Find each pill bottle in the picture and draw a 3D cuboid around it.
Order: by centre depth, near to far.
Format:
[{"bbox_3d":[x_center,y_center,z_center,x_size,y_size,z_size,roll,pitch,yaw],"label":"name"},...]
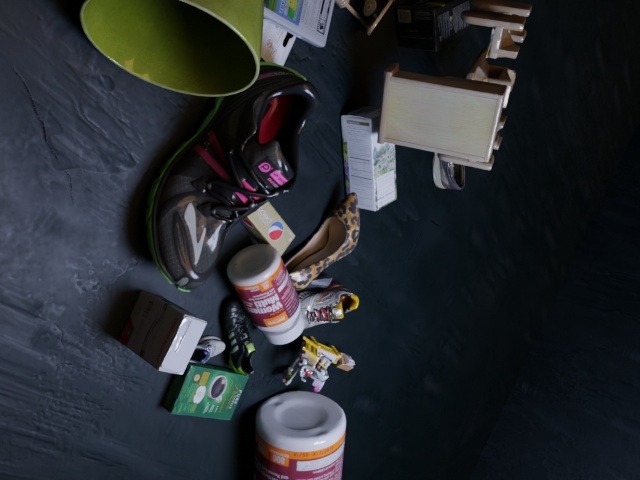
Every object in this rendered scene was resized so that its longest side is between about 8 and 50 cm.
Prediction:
[{"bbox_3d":[-0.115,0.124,1.370,0.121,0.121,0.221,-44,133,-27],"label":"pill bottle"},{"bbox_3d":[-0.059,0.602,1.545,0.224,0.224,0.392,-15,115,-44],"label":"pill bottle"}]

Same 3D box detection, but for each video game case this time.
[{"bbox_3d":[-0.034,-0.574,1.190,0.300,0.036,0.329,-6,110,-64],"label":"video game case"}]

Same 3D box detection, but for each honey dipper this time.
[{"bbox_3d":[0.078,-0.518,1.399,0.160,0.030,0.030,24,87,-51],"label":"honey dipper"}]

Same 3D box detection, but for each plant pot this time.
[{"bbox_3d":[-0.201,-0.429,0.980,0.274,0.274,0.294,30,65,-49],"label":"plant pot"}]

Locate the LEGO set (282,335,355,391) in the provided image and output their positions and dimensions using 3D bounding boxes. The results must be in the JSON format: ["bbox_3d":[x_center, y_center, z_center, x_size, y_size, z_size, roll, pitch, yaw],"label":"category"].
[{"bbox_3d":[-0.017,0.325,1.576,0.107,0.132,0.287,-54,163,6],"label":"LEGO set"}]

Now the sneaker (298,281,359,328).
[{"bbox_3d":[0.006,0.167,1.543,0.225,0.092,0.088,-24,122,-40],"label":"sneaker"}]

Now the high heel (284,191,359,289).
[{"bbox_3d":[0.000,0.000,1.465,0.186,0.093,0.261,6,109,-54],"label":"high heel"}]

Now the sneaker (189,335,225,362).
[{"bbox_3d":[-0.252,0.240,1.312,0.135,0.058,0.052,-1,105,-49],"label":"sneaker"}]

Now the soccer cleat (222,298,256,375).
[{"bbox_3d":[-0.176,0.216,1.373,0.060,0.072,0.179,-21,116,-42],"label":"soccer cleat"}]

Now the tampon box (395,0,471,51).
[{"bbox_3d":[0.285,-0.554,1.543,0.161,0.120,0.101,-37,131,-33],"label":"tampon box"}]

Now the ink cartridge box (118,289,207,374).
[{"bbox_3d":[-0.299,0.172,1.161,0.063,0.150,0.109,31,82,-49],"label":"ink cartridge box"}]

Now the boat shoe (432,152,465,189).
[{"bbox_3d":[0.375,-0.276,1.776,0.103,0.092,0.285,-32,127,-36],"label":"boat shoe"}]

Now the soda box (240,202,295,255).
[{"bbox_3d":[-0.130,-0.046,1.334,0.061,0.058,0.181,-54,138,-18],"label":"soda box"}]

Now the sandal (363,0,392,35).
[{"bbox_3d":[0.132,-0.567,1.421,0.079,0.088,0.240,36,58,-7],"label":"sandal"}]

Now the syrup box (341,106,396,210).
[{"bbox_3d":[0.121,-0.202,1.520,0.093,0.096,0.237,-30,124,-41],"label":"syrup box"}]

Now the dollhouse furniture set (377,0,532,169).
[{"bbox_3d":[0.320,-0.359,1.480,0.394,0.256,0.362,-55,154,-51],"label":"dollhouse furniture set"}]

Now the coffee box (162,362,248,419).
[{"bbox_3d":[-0.251,0.333,1.363,0.184,0.040,0.113,25,86,-49],"label":"coffee box"}]

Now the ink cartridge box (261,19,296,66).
[{"bbox_3d":[-0.116,-0.463,1.205,0.189,0.066,0.232,-66,159,-5],"label":"ink cartridge box"}]

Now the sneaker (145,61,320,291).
[{"bbox_3d":[-0.161,-0.127,1.156,0.185,0.202,0.483,34,79,-48],"label":"sneaker"}]
